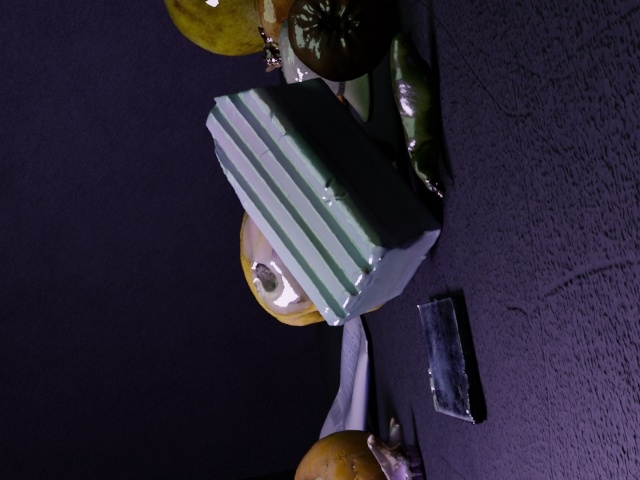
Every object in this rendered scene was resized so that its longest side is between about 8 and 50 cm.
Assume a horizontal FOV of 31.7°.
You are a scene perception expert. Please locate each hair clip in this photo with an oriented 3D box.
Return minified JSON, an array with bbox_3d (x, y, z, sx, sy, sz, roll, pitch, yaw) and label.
[{"bbox_3d":[0.149,0.451,2.005,0.106,0.084,0.292,-121,16,-64],"label":"hair clip"}]

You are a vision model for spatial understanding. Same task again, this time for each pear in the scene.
[{"bbox_3d":[-0.179,-0.557,2.312,0.413,0.352,0.352,65,-165,-83],"label":"pear"},{"bbox_3d":[0.000,0.000,1.738,0.271,0.271,0.271,170,90,-85],"label":"pear"}]

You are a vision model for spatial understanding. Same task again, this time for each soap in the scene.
[{"bbox_3d":[-0.010,-0.075,1.511,0.347,0.115,0.208,52,144,20],"label":"soap"}]

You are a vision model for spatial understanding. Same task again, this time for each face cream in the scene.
[{"bbox_3d":[0.070,0.344,2.590,0.235,0.137,0.420,-106,16,-61],"label":"face cream"}]

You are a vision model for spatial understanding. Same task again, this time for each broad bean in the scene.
[{"bbox_3d":[0.115,-0.147,1.306,0.061,0.046,0.195,-157,51,-71],"label":"broad bean"}]

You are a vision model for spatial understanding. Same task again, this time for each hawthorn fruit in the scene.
[{"bbox_3d":[0.026,-0.278,1.525,0.189,0.149,0.149,99,160,-75],"label":"hawthorn fruit"}]

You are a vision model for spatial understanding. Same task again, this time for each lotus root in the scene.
[{"bbox_3d":[-0.050,-0.463,2.075,0.169,0.141,0.314,-125,35,-73],"label":"lotus root"}]

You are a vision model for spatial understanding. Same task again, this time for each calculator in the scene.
[{"bbox_3d":[0.167,0.154,1.469,0.262,0.021,0.161,137,124,-84],"label":"calculator"}]

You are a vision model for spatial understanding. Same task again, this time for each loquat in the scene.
[{"bbox_3d":[0.060,0.482,2.196,0.235,0.235,0.235,170,90,-85],"label":"loquat"}]

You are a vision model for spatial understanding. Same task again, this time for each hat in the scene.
[{"bbox_3d":[-0.002,-0.312,1.862,0.257,0.130,0.257,171,90,-85],"label":"hat"}]

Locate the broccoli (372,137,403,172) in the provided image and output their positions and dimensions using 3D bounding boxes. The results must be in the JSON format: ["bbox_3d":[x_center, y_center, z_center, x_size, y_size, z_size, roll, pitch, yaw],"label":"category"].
[{"bbox_3d":[0.089,-0.050,1.599,0.204,0.118,0.122,63,152,12],"label":"broccoli"}]

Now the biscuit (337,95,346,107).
[{"bbox_3d":[0.000,-0.312,2.290,0.379,0.054,0.094,-113,12,-68],"label":"biscuit"}]
